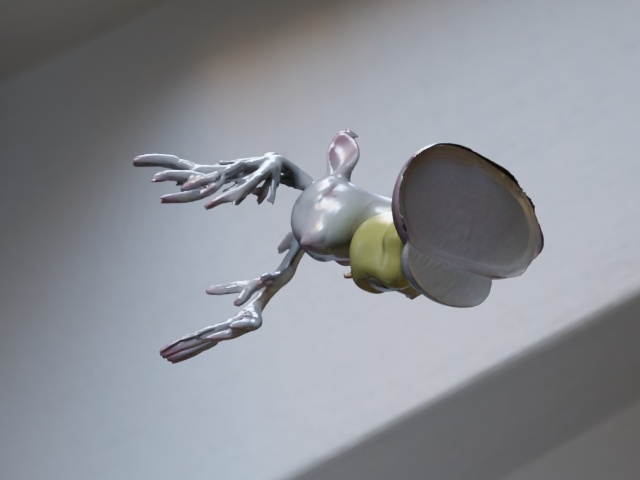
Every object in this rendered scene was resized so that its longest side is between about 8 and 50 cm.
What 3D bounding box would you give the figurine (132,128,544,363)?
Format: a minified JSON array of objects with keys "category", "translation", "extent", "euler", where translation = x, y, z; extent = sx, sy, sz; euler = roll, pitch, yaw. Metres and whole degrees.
[{"category":"figurine","translation":[0.000,-0.014,1.782],"extent":[0.315,0.284,0.206],"euler":[-4,-78,50]}]
